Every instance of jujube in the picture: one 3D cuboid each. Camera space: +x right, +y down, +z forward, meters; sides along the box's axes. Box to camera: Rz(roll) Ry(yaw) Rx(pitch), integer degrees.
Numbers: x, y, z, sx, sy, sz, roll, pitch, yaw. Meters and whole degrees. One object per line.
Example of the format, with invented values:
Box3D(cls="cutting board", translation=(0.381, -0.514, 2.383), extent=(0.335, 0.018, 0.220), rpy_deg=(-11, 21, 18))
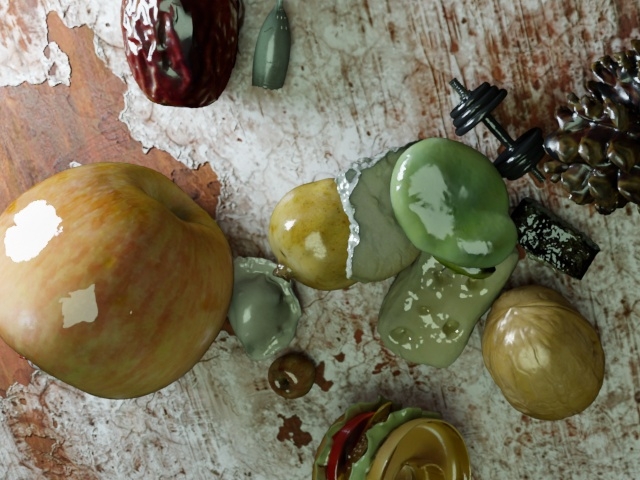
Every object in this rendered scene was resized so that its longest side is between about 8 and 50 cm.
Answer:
Box3D(cls="jujube", translation=(-0.217, -0.328, 1.328), extent=(0.183, 0.183, 0.243), rpy_deg=(9, 110, 10))

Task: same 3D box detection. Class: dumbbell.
Box3D(cls="dumbbell", translation=(0.269, -0.166, 1.311), extent=(0.099, 0.099, 0.208), rpy_deg=(-41, 96, 23))

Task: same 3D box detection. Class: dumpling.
Box3D(cls="dumpling", translation=(-0.099, 0.114, 1.504), extent=(0.127, 0.108, 0.188), rpy_deg=(-11, 93, -9))

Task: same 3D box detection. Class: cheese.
Box3D(cls="cheese", translation=(0.201, 0.088, 1.424), extent=(0.159, 0.093, 0.263), rpy_deg=(30, 113, 4))

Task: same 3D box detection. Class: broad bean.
Box3D(cls="broad bean", translation=(0.200, -0.046, 1.296), extent=(0.169, 0.100, 0.228), rpy_deg=(-22, 92, 6))

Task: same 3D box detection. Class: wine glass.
Box3D(cls="wine glass", translation=(-0.067, -0.335, 1.351), extent=(0.066, 0.066, 0.198), rpy_deg=(14, 112, 8))

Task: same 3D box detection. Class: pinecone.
Box3D(cls="pinecone", translation=(0.447, -0.141, 1.208), extent=(0.243, 0.243, 0.257), rpy_deg=(32, 124, 1))

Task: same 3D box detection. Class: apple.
Box3D(cls="apple", translation=(-0.051, 0.242, 1.551), extent=(0.084, 0.071, 0.084), rpy_deg=(5, 105, 18))
Box3D(cls="apple", translation=(-0.332, 0.059, 1.392), extent=(0.391, 0.391, 0.346), rpy_deg=(38, 94, -2))

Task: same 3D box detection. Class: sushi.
Box3D(cls="sushi", translation=(0.360, -0.001, 1.355), extent=(0.150, 0.090, 0.078), rpy_deg=(31, 105, -5))

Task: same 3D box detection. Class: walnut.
Box3D(cls="walnut", translation=(0.350, 0.176, 1.361), extent=(0.193, 0.193, 0.225), rpy_deg=(-21, 119, 19))

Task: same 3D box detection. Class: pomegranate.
Box3D(cls="pomegranate", translation=(0.000, 0.000, 1.392), extent=(0.196, 0.196, 0.196), rpy_deg=(4, 110, 12))

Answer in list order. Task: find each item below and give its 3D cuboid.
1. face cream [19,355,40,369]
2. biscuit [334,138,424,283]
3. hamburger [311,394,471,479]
Box3D(cls="face cream", translation=(-0.548, 0.234, 1.692), extent=(0.083, 0.021, 0.040), rpy_deg=(13, 111, 9))
Box3D(cls="biscuit", translation=(0.102, -0.054, 1.334), extent=(0.188, 0.265, 0.040), rpy_deg=(34, 159, -27))
Box3D(cls="hamburger", translation=(0.105, 0.405, 1.476), extent=(0.212, 0.274, 0.274), rpy_deg=(3, 115, 50))
